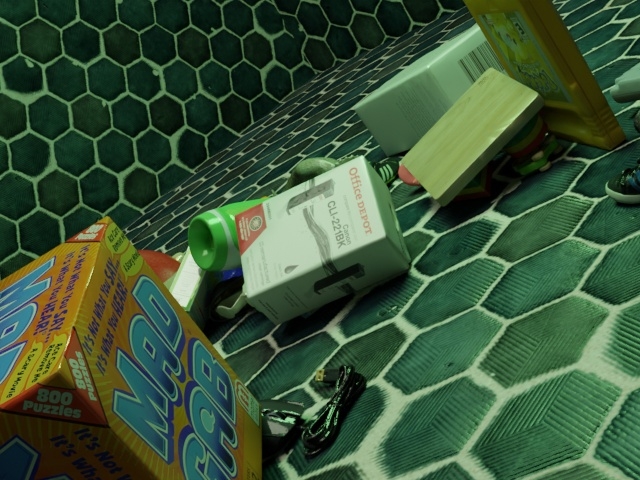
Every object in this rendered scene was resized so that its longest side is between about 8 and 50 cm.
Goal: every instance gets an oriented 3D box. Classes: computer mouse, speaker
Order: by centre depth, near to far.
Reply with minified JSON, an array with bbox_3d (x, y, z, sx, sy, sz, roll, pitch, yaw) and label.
[{"bbox_3d":[-0.060,0.237,1.391,0.262,0.060,0.184,-18,22,41],"label":"computer mouse"},{"bbox_3d":[-0.116,-0.018,1.976,0.296,0.131,0.131,-12,1,-37],"label":"speaker"}]

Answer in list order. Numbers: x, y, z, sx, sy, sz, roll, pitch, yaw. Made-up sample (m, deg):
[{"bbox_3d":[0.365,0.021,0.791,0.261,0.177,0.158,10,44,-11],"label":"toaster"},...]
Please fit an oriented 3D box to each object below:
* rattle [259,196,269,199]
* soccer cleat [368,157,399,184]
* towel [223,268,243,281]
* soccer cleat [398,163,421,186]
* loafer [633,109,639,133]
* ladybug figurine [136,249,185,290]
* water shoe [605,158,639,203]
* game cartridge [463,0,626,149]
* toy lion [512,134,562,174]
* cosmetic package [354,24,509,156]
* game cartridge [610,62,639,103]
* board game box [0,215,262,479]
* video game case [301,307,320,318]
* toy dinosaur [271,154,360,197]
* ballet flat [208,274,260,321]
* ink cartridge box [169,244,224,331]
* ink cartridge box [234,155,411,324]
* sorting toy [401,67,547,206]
[{"bbox_3d":[-0.205,-0.057,2.276,0.130,0.199,0.143,0,78,63],"label":"rattle"},{"bbox_3d":[0.131,-0.156,2.202,0.060,0.072,0.179,-22,19,34],"label":"soccer cleat"},{"bbox_3d":[-0.195,0.062,2.160,0.308,0.076,0.228,-20,19,38],"label":"towel"},{"bbox_3d":[0.280,-0.182,2.011,0.248,0.083,0.095,-28,-5,20],"label":"soccer cleat"},{"bbox_3d":[0.584,-0.219,1.547,0.170,0.062,0.061,-31,20,8],"label":"loafer"},{"bbox_3d":[-0.463,0.175,2.063,0.449,0.162,0.305,-45,12,-9],"label":"ladybug figurine"},{"bbox_3d":[0.476,-0.104,1.358,0.073,0.080,0.203,-39,17,-25],"label":"water shoe"},{"bbox_3d":[0.388,-0.314,1.719,0.052,0.324,0.285,-34,15,-2],"label":"game cartridge"},{"bbox_3d":[0.388,-0.149,1.772,0.096,0.034,0.100,-27,15,44],"label":"toy lion"},{"bbox_3d":[0.276,-0.346,2.238,0.230,0.161,0.453,-38,9,-15],"label":"cosmetic package"},{"bbox_3d":[0.670,-0.329,1.687,0.294,0.060,0.196,-33,10,-22],"label":"game cartridge"},{"bbox_3d":[-0.311,0.263,1.153,0.356,0.357,0.356,-30,24,11],"label":"board game box"},{"bbox_3d":[0.018,0.082,1.800,0.166,0.015,0.119,-36,16,-11],"label":"video game case"},{"bbox_3d":[0.019,-0.126,2.105,0.313,0.160,0.121,17,44,44],"label":"toy dinosaur"},{"bbox_3d":[-0.129,0.104,1.902,0.280,0.095,0.096,-31,22,47],"label":"ballet flat"},{"bbox_3d":[-0.250,0.079,2.002,0.062,0.109,0.209,11,58,13],"label":"ink cartridge box"},{"bbox_3d":[0.000,0.000,1.721,0.272,0.114,0.197,-24,51,13],"label":"ink cartridge box"},{"bbox_3d":[0.300,-0.181,1.826,0.257,0.089,0.255,-46,21,8],"label":"sorting toy"}]
